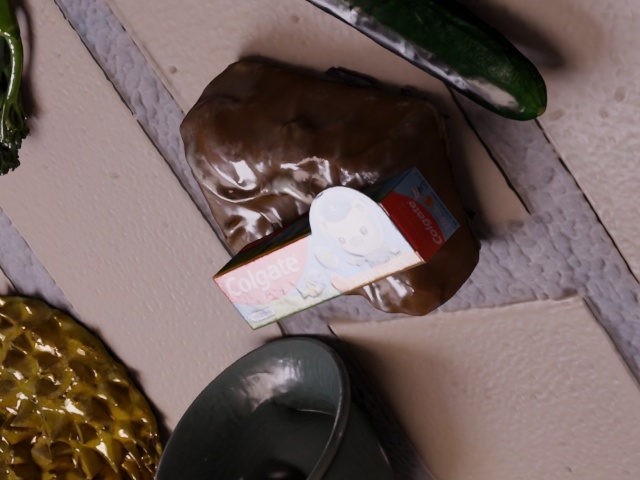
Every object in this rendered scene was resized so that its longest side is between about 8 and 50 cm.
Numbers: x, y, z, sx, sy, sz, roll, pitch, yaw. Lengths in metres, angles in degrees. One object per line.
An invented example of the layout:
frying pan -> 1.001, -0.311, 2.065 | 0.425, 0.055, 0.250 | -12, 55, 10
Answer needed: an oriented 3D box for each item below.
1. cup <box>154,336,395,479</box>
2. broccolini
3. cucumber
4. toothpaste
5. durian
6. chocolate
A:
cup -> -0.014, 0.199, 1.559 | 0.199, 0.199, 0.150 | -2, 143, 48
broccolini -> -0.273, -0.191, 1.474 | 0.079, 0.074, 0.392 | 23, 143, 18
cucumber -> 0.027, -0.155, 1.219 | 0.284, 0.056, 0.056 | 37, 146, 20
toothpaste -> 0.000, 0.000, 1.260 | 0.070, 0.044, 0.193 | 52, 142, -11
durian -> -0.247, 0.159, 1.819 | 0.305, 0.185, 0.195 | 51, 124, 5
chocolate -> -0.001, -0.036, 1.343 | 0.214, 0.093, 0.148 | 13, 134, 38
